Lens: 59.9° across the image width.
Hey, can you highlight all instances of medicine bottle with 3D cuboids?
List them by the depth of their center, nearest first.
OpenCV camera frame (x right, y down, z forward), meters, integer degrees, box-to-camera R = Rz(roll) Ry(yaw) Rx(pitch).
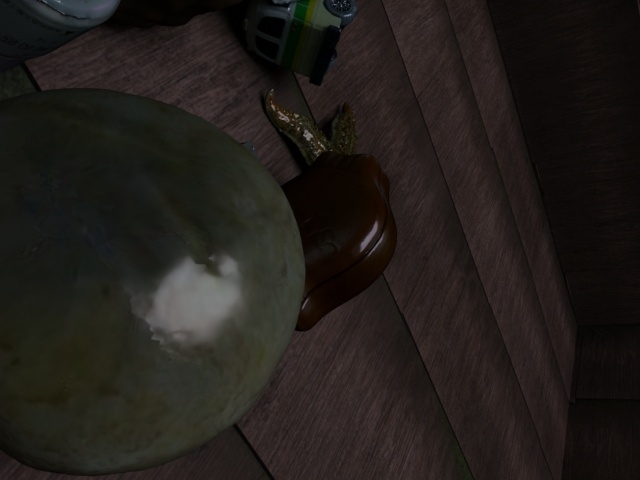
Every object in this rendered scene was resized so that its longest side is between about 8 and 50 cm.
[{"bbox_3d":[-0.280,-0.235,0.503,0.135,0.169,0.135,15,72,-54],"label":"medicine bottle"}]

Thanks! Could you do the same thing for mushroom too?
[{"bbox_3d":[-0.181,0.024,0.501,0.352,0.260,0.352,9,56,-14],"label":"mushroom"}]

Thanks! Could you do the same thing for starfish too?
[{"bbox_3d":[0.027,-0.102,1.021,0.347,0.078,0.357,-23,102,-58],"label":"starfish"}]

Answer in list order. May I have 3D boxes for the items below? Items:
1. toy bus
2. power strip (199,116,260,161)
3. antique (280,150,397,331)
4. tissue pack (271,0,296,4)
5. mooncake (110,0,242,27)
[{"bbox_3d":[-0.021,-0.416,0.923,0.165,0.133,0.276,16,62,-9],"label":"toy bus"},{"bbox_3d":[-0.156,-0.091,0.751,0.216,0.061,0.145,-43,119,-52],"label":"power strip"},{"bbox_3d":[0.000,0.000,0.810,0.129,0.224,0.278,54,52,-43],"label":"antique"},{"bbox_3d":[-0.047,-0.488,0.829,0.185,0.081,0.257,-24,74,-21],"label":"tissue pack"},{"bbox_3d":[-0.206,-0.410,0.638,0.324,0.187,0.323,16,69,-51],"label":"mooncake"}]
